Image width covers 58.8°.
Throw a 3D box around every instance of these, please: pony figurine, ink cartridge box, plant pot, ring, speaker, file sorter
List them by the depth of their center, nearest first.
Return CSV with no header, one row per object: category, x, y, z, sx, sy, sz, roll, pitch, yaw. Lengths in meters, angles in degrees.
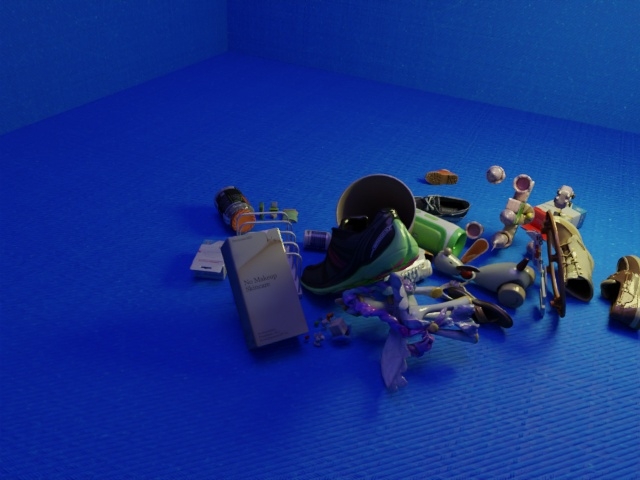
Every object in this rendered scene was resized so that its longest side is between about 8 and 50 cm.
pony figurine,0.246,0.216,1.577,0.363,0.303,0.351,3,12,-13
ring,0.722,0.073,1.772,0.032,0.337,0.336,-7,30,16
file sorter,-0.173,0.043,1.846,0.192,0.173,0.278,-3,33,-12
ink cartridge box,-0.358,0.072,1.880,0.104,0.062,0.181,6,32,3
plant pot,0.206,-0.050,1.914,0.256,0.274,0.256,-5,71,14
speaker,0.377,-0.039,2.079,0.296,0.131,0.131,27,39,31
ink cartridge box,0.930,-0.087,2.266,0.231,0.078,0.134,-18,39,-30

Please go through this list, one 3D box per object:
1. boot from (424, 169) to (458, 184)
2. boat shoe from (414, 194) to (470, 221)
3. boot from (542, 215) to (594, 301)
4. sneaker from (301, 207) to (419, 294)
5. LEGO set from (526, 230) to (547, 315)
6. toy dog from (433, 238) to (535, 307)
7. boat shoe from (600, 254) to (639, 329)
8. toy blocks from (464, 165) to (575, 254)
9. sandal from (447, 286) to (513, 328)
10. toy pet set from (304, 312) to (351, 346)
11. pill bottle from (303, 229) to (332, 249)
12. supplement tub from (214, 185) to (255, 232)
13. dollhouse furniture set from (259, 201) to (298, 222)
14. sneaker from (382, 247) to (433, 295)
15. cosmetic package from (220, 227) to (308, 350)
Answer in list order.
boot,0.533,-0.290,2.561,0.158,0.059,0.084,3,29,-19
boat shoe,0.438,-0.132,2.229,0.301,0.102,0.108,5,68,-6
boot,0.836,0.060,1.914,0.095,0.262,0.203,-27,18,36
sneaker,0.103,0.036,1.698,0.185,0.483,0.202,-8,76,-39
LEGO set,0.685,0.090,1.805,0.060,0.182,0.244,-1,53,17
toy dog,0.547,0.088,1.858,0.333,0.161,0.220,7,37,4
boat shoe,0.988,0.152,1.869,0.123,0.123,0.342,15,40,14
toy blocks,0.695,-0.096,2.012,0.309,0.289,0.260,23,12,22
sandal,0.481,0.215,1.741,0.219,0.090,0.060,30,68,20
toy pet set,0.032,0.266,1.650,0.114,0.065,0.122,-19,16,32
pill bottle,0.000,0.000,2.030,0.120,0.067,0.067,6,33,3
supplement tub,-0.318,-0.114,2.124,0.117,0.117,0.190,-11,36,-23
dollhouse furniture set,-0.161,-0.115,2.197,0.151,0.059,0.076,2,33,-4
sneaker,0.297,0.097,1.877,0.123,0.106,0.290,17,33,23
cosmetic package,-0.160,0.136,1.596,0.160,0.113,0.309,-14,80,-23
